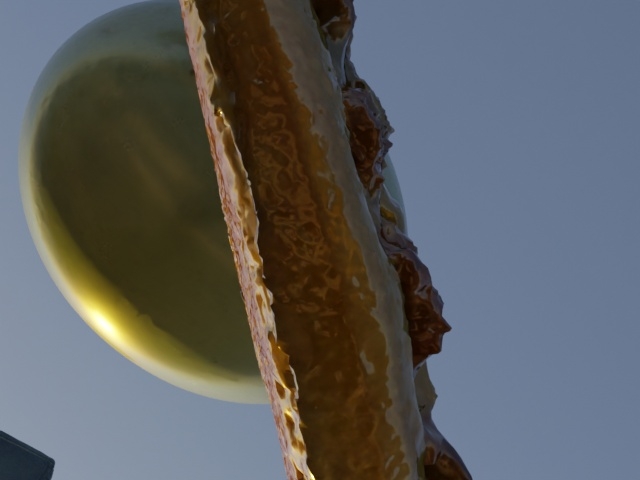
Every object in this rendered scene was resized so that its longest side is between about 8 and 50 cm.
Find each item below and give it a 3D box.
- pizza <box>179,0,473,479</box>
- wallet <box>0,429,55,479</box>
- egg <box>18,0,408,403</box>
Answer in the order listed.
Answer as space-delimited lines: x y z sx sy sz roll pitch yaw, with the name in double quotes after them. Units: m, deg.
0.000 0.000 0.367 0.046 0.134 0.175 -13 -78 -4 "pizza"
-0.268 0.201 1.145 0.088 0.129 0.026 29 -57 -5 "wallet"
-0.042 -0.014 0.617 0.149 0.149 0.192 -18 -61 39 "egg"
